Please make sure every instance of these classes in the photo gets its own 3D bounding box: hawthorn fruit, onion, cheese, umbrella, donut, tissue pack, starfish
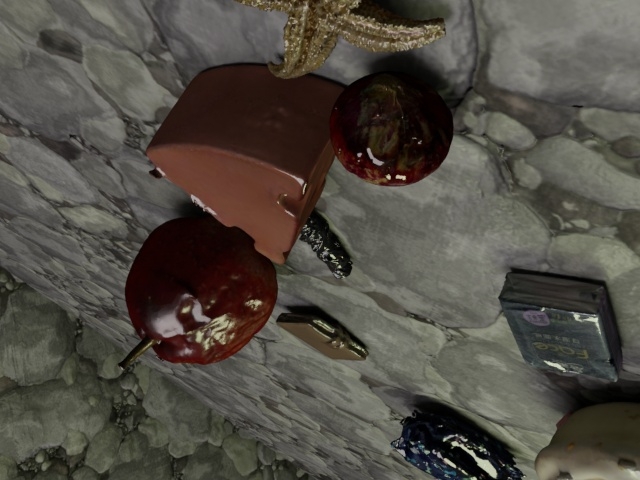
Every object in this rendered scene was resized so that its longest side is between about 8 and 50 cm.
[{"bbox_3d":[-0.202,0.094,1.040,0.210,0.266,0.230,36,158,30],"label":"hawthorn fruit"},{"bbox_3d":[0.059,-0.093,0.588,0.107,0.107,0.097,26,149,5],"label":"onion"},{"bbox_3d":[-0.044,-0.080,0.692,0.203,0.128,0.177,41,153,-24],"label":"cheese"},{"bbox_3d":[0.000,0.000,0.907,0.037,0.040,0.144,17,153,43],"label":"umbrella"},{"bbox_3d":[0.491,0.341,0.937,0.383,0.142,0.382,23,156,11],"label":"donut"},{"bbox_3d":[0.282,0.102,0.799,0.112,0.051,0.156,7,147,36],"label":"tissue pack"},{"bbox_3d":[-0.016,-0.195,0.544,0.227,0.043,0.240,32,158,-3],"label":"starfish"}]

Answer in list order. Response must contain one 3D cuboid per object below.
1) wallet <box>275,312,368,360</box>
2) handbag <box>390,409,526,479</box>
[{"bbox_3d":[0.006,0.171,1.229,0.153,0.038,0.118,39,155,-30],"label":"wallet"},{"bbox_3d":[0.272,0.423,1.356,0.260,0.113,0.162,35,159,-17],"label":"handbag"}]
